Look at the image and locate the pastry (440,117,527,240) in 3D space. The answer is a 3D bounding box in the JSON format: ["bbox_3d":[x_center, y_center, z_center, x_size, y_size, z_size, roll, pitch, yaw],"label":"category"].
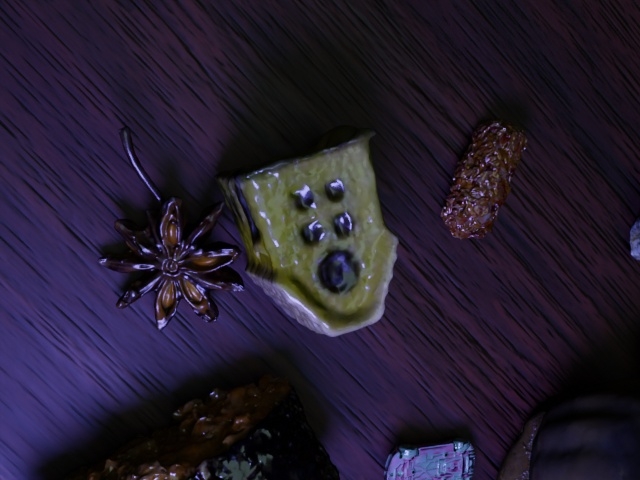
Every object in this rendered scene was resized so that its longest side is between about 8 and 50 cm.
[{"bbox_3d":[0.215,-0.079,1.291,0.087,0.063,0.169,20,88,-18],"label":"pastry"}]

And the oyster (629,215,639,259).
[{"bbox_3d":[0.538,-0.084,1.365,0.267,0.112,0.198,-19,120,-21],"label":"oyster"}]

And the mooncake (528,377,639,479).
[{"bbox_3d":[0.386,0.322,1.267,0.290,0.161,0.290,15,68,-43],"label":"mooncake"}]

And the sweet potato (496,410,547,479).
[{"bbox_3d":[0.294,0.392,1.333,0.124,0.098,0.310,-24,98,-41],"label":"sweet potato"}]

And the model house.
[{"bbox_3d":[0.000,0.000,1.174,0.174,0.193,0.234,-24,100,-15],"label":"model house"}]

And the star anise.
[{"bbox_3d":[-0.166,-0.006,1.176,0.177,0.073,0.234,12,113,-4],"label":"star anise"}]

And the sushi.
[{"bbox_3d":[-0.144,0.306,1.144,0.348,0.234,0.207,-31,102,-16],"label":"sushi"}]

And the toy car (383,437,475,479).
[{"bbox_3d":[0.140,0.295,1.305,0.142,0.055,0.069,0,95,-29],"label":"toy car"}]
